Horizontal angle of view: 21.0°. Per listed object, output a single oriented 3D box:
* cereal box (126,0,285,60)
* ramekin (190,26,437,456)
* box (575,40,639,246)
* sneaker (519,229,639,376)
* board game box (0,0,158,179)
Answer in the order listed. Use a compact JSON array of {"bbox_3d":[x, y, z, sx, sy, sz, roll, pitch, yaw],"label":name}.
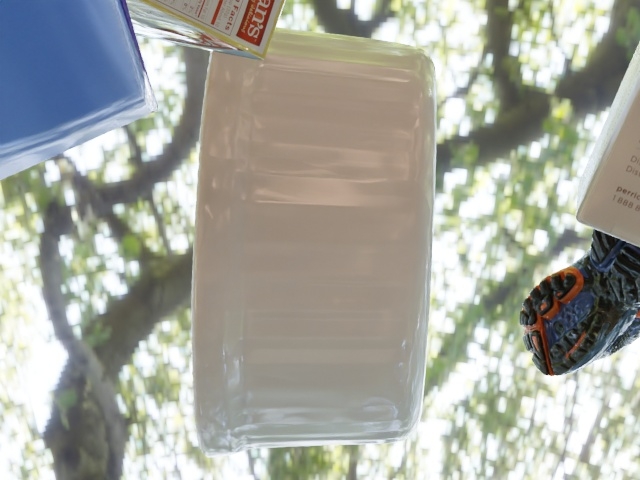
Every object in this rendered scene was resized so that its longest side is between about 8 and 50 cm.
[{"bbox_3d":[-0.151,-0.143,0.715,0.173,0.240,0.047,17,-93,45],"label":"cereal box"},{"bbox_3d":[0.000,0.000,1.083,0.135,0.277,0.277,3,-125,2],"label":"ramekin"},{"bbox_3d":[0.247,-0.064,0.879,0.181,0.182,0.119,23,-166,4],"label":"box"},{"bbox_3d":[0.228,0.016,1.200,0.087,0.221,0.083,-12,-110,-38],"label":"sneaker"},{"bbox_3d":[-0.165,-0.077,0.231,0.233,0.347,0.078,-25,-111,-7],"label":"board game box"}]
